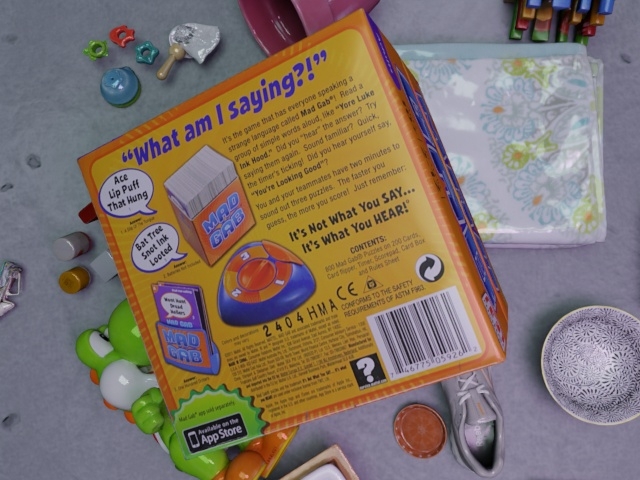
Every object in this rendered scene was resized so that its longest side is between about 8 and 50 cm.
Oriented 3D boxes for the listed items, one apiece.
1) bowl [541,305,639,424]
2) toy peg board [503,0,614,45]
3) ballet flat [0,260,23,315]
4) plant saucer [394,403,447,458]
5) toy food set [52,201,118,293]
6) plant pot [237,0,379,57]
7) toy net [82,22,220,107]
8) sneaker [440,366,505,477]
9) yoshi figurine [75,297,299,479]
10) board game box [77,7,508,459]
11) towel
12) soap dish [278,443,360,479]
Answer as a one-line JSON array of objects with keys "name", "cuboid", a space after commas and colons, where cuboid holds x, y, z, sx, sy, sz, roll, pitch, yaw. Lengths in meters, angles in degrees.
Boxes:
[{"name": "bowl", "cuboid": [0.405, 0.183, 0.904, 0.170, 0.080, 0.170, -1, 82, 4]}, {"name": "toy peg board", "cuboid": [0.377, -0.359, 0.945, 0.161, 0.160, 0.079, 7, 99, 5]}, {"name": "ballet flat", "cuboid": [-0.527, 0.093, 1.012, 0.041, 0.041, 0.114, 18, 85, 7]}, {"name": "plant saucer", "cuboid": [0.154, 0.293, 0.931, 0.083, 0.013, 0.083, 1, 92, 26]}, {"name": "toy food set", "cuboid": [-0.335, -0.013, 0.998, 0.232, 0.104, 0.111, -37, 95, 17]}, {"name": "plant pot", "cuboid": [-0.008, -0.390, 0.965, 0.180, 0.201, 0.201, -37, 81, -17]}, {"name": "toy net", "cuboid": [-0.283, -0.324, 1.045, 0.232, 0.045, 0.122, -22, 80, 0]}, {"name": "sneaker", "cuboid": [0.223, 0.219, 0.893, 0.099, 0.121, 0.262, -16, 82, 2]}, {"name": "yoshi figurine", "cuboid": [-0.207, 0.210, 0.902, 0.362, 0.203, 0.203, 33, 68, 14]}, {"name": "board game box", "cuboid": [0.000, 0.000, 0.768, 0.356, 0.356, 0.356, -22, 86, 18]}, {"name": "towel", "cuboid": [0.255, -0.148, 0.955, 0.374, 0.090, 0.320, 1, 82, 5]}, {"name": "soap dish", "cuboid": [-0.035, 0.468, 0.883, 0.291, 0.118, 0.229, -33, 82, -1]}]
